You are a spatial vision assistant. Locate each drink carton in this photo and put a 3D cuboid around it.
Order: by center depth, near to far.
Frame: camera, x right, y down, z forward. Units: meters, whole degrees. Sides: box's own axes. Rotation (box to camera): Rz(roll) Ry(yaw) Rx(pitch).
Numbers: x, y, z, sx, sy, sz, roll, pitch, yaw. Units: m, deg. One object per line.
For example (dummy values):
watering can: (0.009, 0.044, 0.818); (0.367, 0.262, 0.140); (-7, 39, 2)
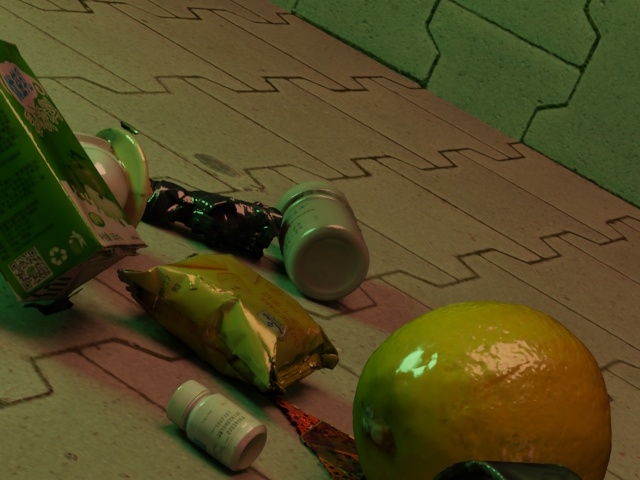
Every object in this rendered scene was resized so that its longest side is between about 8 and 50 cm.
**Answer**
drink carton: (-0.299, -0.068, 1.845); (0.271, 0.108, 0.161); (56, 8, 6)

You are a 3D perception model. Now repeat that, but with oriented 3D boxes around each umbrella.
umbrella: (-0.159, -0.036, 2.279); (0.224, 0.080, 0.071); (19, 52, -12)

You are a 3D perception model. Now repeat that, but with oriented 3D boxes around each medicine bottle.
medicine bottle: (-0.096, 0.170, 1.732); (0.089, 0.052, 0.052); (33, 18, 24)
medicine bottle: (0.000, 0.000, 2.324); (0.105, 0.105, 0.168); (21, 17, -15)

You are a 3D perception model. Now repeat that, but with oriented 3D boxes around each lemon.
lemon: (0.136, 0.172, 1.763); (0.219, 0.240, 0.240); (1, 26, -30)

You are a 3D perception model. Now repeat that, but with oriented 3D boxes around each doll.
doll: (-0.321, -0.079, 2.038); (0.271, 0.144, 0.208); (11, 1, 0)

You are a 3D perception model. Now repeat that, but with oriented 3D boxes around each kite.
kite: (0.031, 0.214, 1.875); (0.125, 0.008, 0.222); (18, 18, -32)

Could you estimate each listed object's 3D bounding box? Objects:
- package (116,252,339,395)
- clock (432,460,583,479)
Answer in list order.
package: (-0.092, 0.081, 1.952); (0.226, 0.090, 0.168); (33, 19, 17)
clock: (0.104, 0.293, 1.200); (0.061, 0.312, 0.312); (11, 20, -19)
